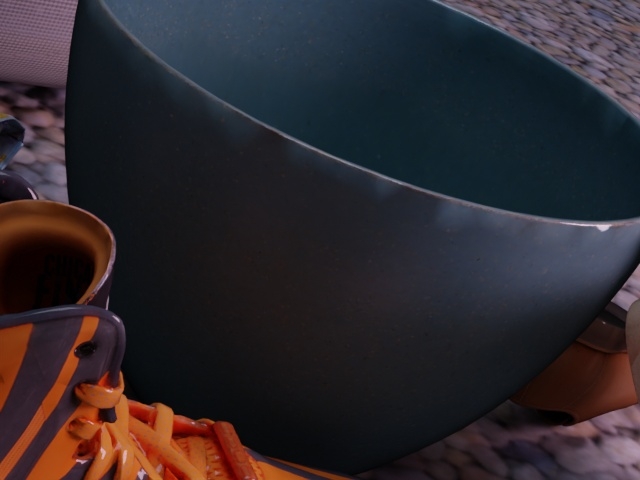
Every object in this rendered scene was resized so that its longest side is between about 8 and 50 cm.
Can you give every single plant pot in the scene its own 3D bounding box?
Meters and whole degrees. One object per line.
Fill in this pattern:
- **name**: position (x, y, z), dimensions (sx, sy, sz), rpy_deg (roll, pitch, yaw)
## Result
- **plant pot**: position (0.000, 0.000, 0.800), dimensions (0.290, 0.195, 0.290), rpy_deg (18, 23, -8)

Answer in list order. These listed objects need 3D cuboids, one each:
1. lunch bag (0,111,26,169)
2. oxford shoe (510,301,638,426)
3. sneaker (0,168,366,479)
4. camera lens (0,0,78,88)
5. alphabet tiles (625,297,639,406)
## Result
- **lunch bag**: position (-0.214, -0.057, 0.919), dimensions (0.071, 0.053, 0.083), rpy_deg (27, 34, 16)
- **oxford shoe**: position (0.156, 0.072, 0.956), dimensions (0.076, 0.076, 0.212), rpy_deg (35, 10, 32)
- **sneaker**: position (-0.072, 0.078, 0.587), dimensions (0.321, 0.180, 0.124), rpy_deg (3, 30, -37)
- **camera lens**: position (-0.223, -0.212, 1.035), dimensions (0.274, 0.219, 0.219), rpy_deg (4, 29, -36)
- **alphabet tiles**: position (0.217, 0.085, 0.764), dimensions (0.021, 0.284, 0.278), rpy_deg (-11, 3, 34)
